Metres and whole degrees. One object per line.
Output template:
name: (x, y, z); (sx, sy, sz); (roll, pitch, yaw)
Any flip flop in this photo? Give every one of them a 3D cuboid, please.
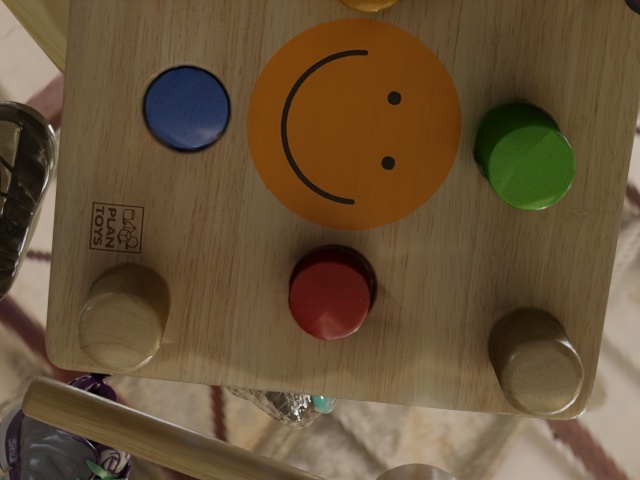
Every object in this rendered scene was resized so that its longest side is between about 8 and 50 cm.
flip flop: (-0.310, -0.035, 1.542); (0.112, 0.277, 0.080); (26, -139, -9)

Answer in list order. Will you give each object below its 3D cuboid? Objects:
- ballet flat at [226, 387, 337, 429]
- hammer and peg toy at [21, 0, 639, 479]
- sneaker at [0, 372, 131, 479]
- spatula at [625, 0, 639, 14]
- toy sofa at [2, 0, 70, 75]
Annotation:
ballet flat: (-0.031, 0.034, 1.415); (0.483, 0.182, 0.164); (-51, -41, -67)
hammer and peg toy: (0.000, 0.000, 0.750); (0.266, 0.361, 0.127); (7, -166, -3)
sneaker: (-0.170, 0.189, 1.145); (0.083, 0.098, 0.224); (26, -143, -42)
spatula: (0.085, -0.091, 0.495); (0.084, 0.030, 0.296); (0, -150, -38)
toy sofa: (-0.182, -0.226, 1.480); (0.177, 0.362, 0.150); (-40, -80, -4)
